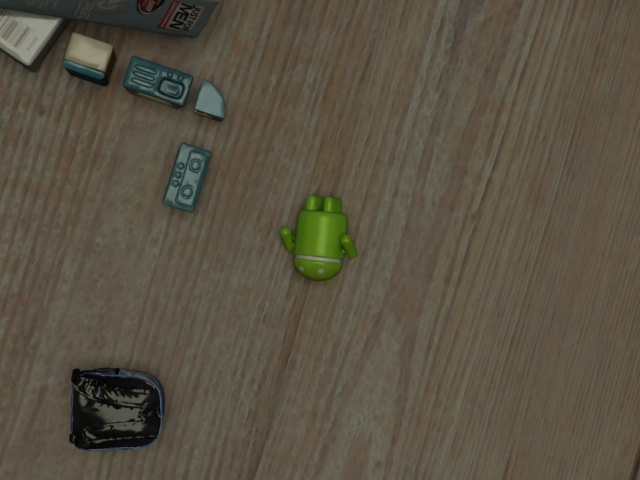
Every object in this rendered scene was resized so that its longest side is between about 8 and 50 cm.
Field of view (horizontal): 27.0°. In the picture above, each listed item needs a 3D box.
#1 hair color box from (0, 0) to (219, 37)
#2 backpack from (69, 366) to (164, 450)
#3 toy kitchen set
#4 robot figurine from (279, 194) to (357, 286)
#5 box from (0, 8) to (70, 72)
[{"bbox_3d":[-0.312,-0.372,1.591,0.375,0.113,0.185,6,70,-19],"label":"hair color box"},{"bbox_3d":[-0.255,0.212,1.689,0.114,0.084,0.105,1,92,-2],"label":"backpack"},{"bbox_3d":[-0.232,-0.144,1.666,0.207,0.122,0.166,18,89,-6],"label":"toy kitchen set"},{"bbox_3d":[0.000,0.000,1.722,0.101,0.067,0.115,7,91,21],"label":"robot figurine"},{"bbox_3d":[-0.374,-0.281,1.664,0.101,0.087,0.102,35,86,-7],"label":"box"}]
